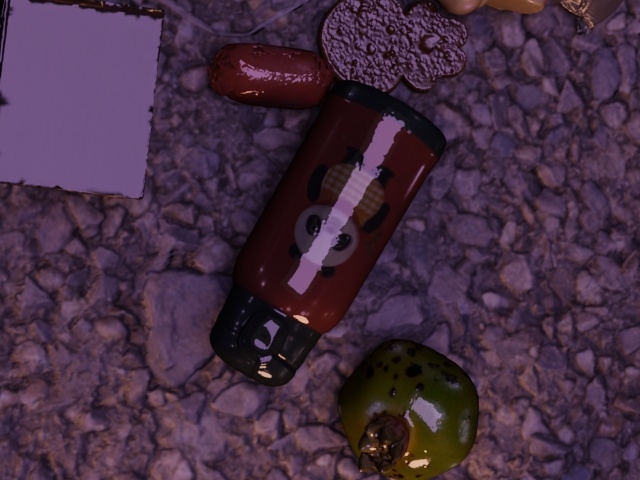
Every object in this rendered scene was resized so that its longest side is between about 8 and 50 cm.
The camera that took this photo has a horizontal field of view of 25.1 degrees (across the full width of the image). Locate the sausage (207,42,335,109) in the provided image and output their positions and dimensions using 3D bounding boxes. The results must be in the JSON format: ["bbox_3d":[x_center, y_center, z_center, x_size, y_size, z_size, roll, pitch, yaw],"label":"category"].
[{"bbox_3d":[-0.052,-0.181,1.590,0.141,0.076,0.076,5,90,-17],"label":"sausage"}]

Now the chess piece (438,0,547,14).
[{"bbox_3d":[0.071,-0.329,1.595,0.397,0.117,0.117,17,87,-13],"label":"chess piece"}]

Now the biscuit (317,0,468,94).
[{"bbox_3d":[0.081,-0.222,1.647,0.175,0.026,0.124,4,89,-13],"label":"biscuit"}]

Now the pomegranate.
[{"bbox_3d":[0.089,0.194,1.579,0.159,0.205,0.159,5,106,18],"label":"pomegranate"}]

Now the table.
[{"bbox_3d":[-0.266,-0.147,1.490,0.172,0.169,0.193,6,91,-14],"label":"table"}]

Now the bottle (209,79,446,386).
[{"bbox_3d":[0.000,0.000,1.577,0.144,0.144,0.336,30,87,-13],"label":"bottle"}]

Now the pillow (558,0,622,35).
[{"bbox_3d":[0.265,-0.365,1.674,0.255,0.059,0.169,31,87,-14],"label":"pillow"}]
